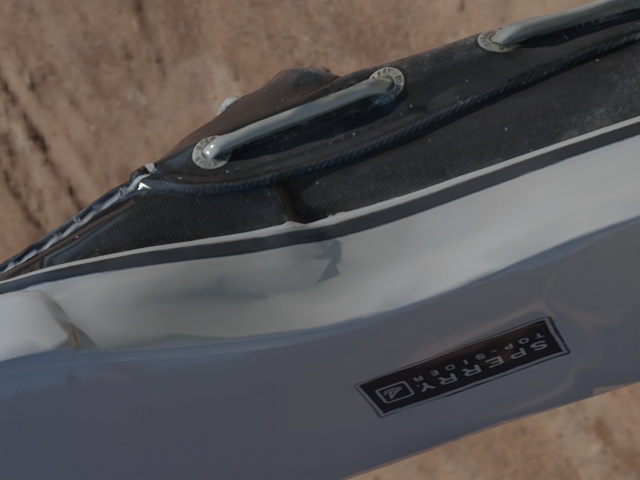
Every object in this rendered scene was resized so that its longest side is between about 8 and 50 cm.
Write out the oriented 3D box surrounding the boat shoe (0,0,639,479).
[{"bbox_3d":[0.000,0.000,0.386,0.108,0.301,0.102,55,-159,-50],"label":"boat shoe"}]
